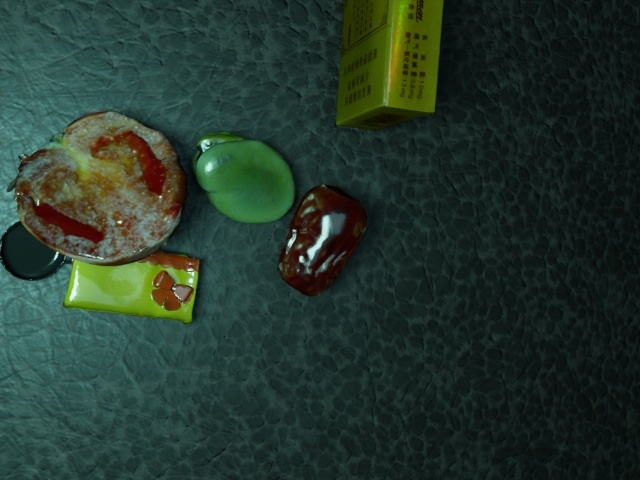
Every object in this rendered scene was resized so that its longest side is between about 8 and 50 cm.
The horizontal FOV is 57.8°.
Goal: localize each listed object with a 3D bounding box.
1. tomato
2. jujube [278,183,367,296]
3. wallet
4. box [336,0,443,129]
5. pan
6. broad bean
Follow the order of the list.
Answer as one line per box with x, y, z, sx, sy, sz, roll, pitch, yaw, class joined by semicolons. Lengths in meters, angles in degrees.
-0.371;-0.066;1.031;0.308;0.170;0.309;6;61;-11;tomato
0.000;0.000;1.193;0.155;0.155;0.230;30;88;-18;jujube
-0.350;0.077;1.106;0.241;0.067;0.141;12;85;-27;wallet
0.136;-0.447;1.154;0.115;0.264;0.416;4;91;-17;box
-0.486;0.028;1.087;0.212;0.040;0.115;18;88;-34;pan
-0.154;-0.127;1.166;0.169;0.100;0.228;-46;118;-3;broad bean
